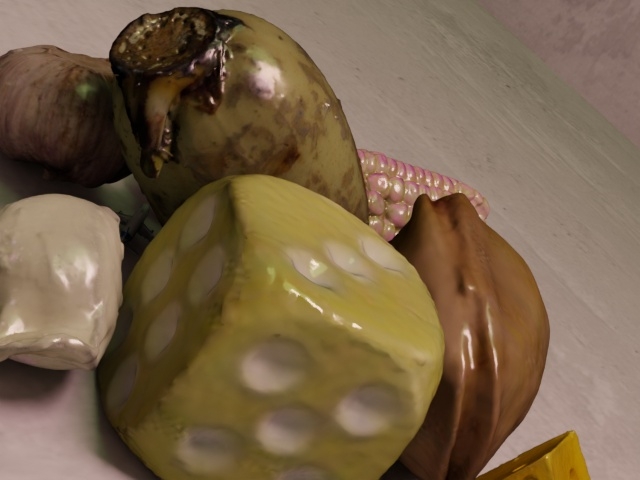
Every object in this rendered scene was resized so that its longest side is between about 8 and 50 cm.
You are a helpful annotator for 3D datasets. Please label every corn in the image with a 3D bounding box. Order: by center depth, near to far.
[{"bbox_3d":[0.002,-0.036,1.180,0.335,0.127,0.127,20,27,-23],"label":"corn"}]

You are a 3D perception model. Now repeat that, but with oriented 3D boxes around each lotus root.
[{"bbox_3d":[-0.056,-0.044,0.999,0.173,0.173,0.309,-116,-177,-48],"label":"lotus root"}]

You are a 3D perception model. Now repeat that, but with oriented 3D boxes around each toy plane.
[{"bbox_3d":[-0.150,-0.011,1.053,0.077,0.024,0.084,31,15,-5],"label":"toy plane"}]

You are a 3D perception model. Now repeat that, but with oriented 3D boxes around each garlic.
[{"bbox_3d":[-0.200,-0.096,1.046,0.147,0.102,0.159,21,12,-7],"label":"garlic"}]

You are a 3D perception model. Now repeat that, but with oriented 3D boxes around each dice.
[{"bbox_3d":[-0.033,0.070,0.874,0.169,0.169,0.166,27,23,-26],"label":"dice"}]

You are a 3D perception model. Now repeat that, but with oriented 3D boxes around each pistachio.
[{"bbox_3d":[0.094,0.093,1.003,0.162,0.213,0.260,-1,28,4],"label":"pistachio"}]

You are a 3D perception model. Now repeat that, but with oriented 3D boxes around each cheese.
[{"bbox_3d":[0.165,0.245,0.958,0.171,0.126,0.093,59,19,6],"label":"cheese"}]

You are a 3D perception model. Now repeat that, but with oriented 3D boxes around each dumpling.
[{"bbox_3d":[-0.194,0.025,0.842,0.134,0.100,0.169,0,53,-1],"label":"dumpling"}]
